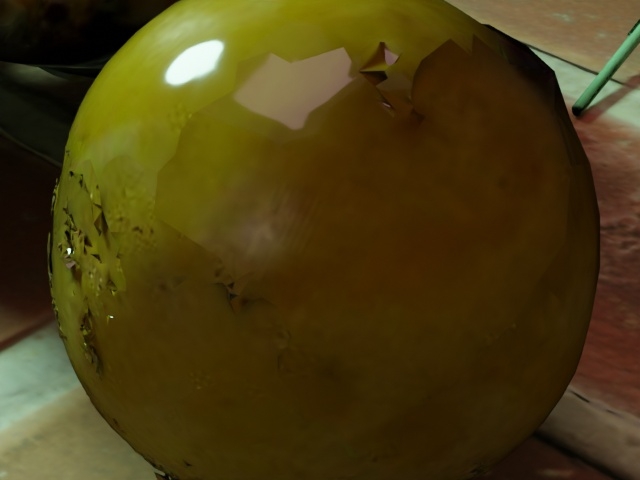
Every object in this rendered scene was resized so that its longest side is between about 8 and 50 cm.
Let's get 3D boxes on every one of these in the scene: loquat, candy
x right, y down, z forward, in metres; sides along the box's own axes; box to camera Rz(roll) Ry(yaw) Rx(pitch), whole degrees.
[{"bbox_3d":[0.000,0.000,0.807,0.235,0.235,0.235,0,32,0],"label":"loquat"},{"bbox_3d":[0.195,-0.131,1.186,0.061,0.061,0.202,18,45,26],"label":"candy"}]

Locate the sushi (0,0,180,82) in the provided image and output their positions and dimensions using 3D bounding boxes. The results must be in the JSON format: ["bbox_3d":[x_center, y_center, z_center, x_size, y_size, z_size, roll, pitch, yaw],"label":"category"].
[{"bbox_3d":[-0.114,-0.179,1.024,0.417,0.176,0.417,9,14,-2],"label":"sushi"}]
